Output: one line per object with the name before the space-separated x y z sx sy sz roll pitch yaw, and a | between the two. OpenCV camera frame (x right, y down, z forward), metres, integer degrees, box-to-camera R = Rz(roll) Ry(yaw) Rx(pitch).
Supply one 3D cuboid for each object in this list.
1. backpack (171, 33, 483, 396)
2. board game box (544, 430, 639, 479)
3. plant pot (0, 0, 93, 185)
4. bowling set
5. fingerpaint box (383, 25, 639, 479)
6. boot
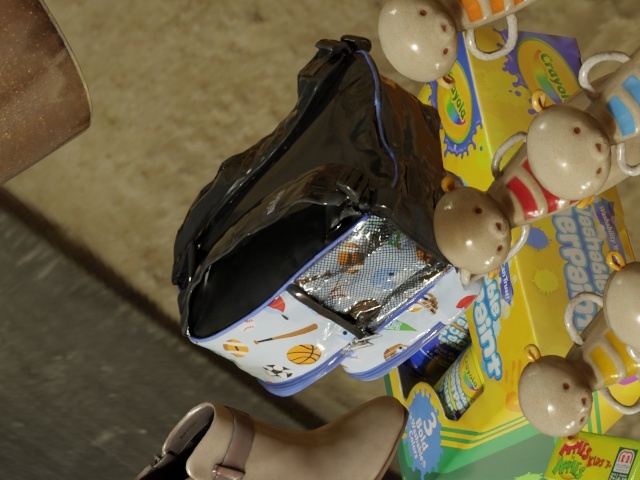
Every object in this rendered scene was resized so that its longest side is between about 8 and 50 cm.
backpack | 0.000 0.000 1.479 0.263 0.276 0.213 -35 119 21
board game box | 0.268 0.202 1.296 0.181 0.092 0.043 31 75 -30
plant pot | -0.263 -0.061 0.781 0.230 0.215 0.215 -42 97 -17
bowling set | 0.153 -0.030 0.857 0.154 0.200 0.287 -36 106 -19
fingerpaint box | 0.197 0.039 1.972 0.163 0.371 0.445 4 58 -21
boot | -0.024 0.096 0.741 0.118 0.042 0.087 -49 128 -6
